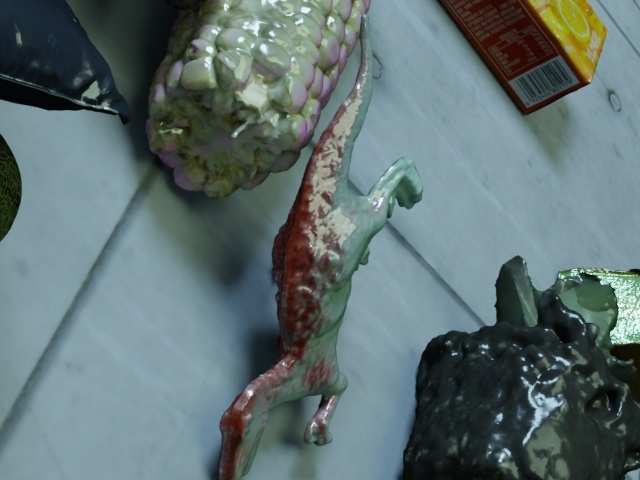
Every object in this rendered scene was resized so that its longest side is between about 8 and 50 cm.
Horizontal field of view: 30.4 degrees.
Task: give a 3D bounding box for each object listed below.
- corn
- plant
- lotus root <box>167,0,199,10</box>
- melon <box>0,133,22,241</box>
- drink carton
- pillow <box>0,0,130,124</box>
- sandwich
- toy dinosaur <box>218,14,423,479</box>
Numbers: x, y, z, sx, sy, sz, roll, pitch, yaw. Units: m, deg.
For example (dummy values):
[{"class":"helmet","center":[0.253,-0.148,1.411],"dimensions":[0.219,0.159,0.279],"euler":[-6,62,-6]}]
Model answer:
[{"class":"corn","center":[-0.020,-0.172,0.741],"dimensions":[0.126,0.127,0.335],"euler":[45,47,-25]},{"class":"plant","center":[0.137,0.109,0.759],"dimensions":[0.142,0.131,0.203],"euler":[44,42,-20]},{"class":"lotus root","center":[-0.091,-0.228,0.660],"dimensions":[0.138,0.138,0.214],"euler":[-3,62,-50]},{"class":"melon","center":[-0.195,-0.034,0.477],"dimensions":[0.162,0.099,0.099],"euler":[20,57,-47]},{"class":"drink carton","center":[0.148,-0.224,0.992],"dimensions":[0.223,0.071,0.096],"euler":[48,42,-20]},{"class":"pillow","center":[-0.175,-0.118,0.508],"dimensions":[0.141,0.055,0.208],"euler":[8,28,-48]},{"class":"sandwich","center":[0.239,0.083,0.989],"dimensions":[0.116,0.074,0.074],"euler":[71,22,-52]},{"class":"toy dinosaur","center":[0.000,0.000,0.656],"dimensions":[0.167,0.053,0.242],"euler":[-23,124,-55]}]
